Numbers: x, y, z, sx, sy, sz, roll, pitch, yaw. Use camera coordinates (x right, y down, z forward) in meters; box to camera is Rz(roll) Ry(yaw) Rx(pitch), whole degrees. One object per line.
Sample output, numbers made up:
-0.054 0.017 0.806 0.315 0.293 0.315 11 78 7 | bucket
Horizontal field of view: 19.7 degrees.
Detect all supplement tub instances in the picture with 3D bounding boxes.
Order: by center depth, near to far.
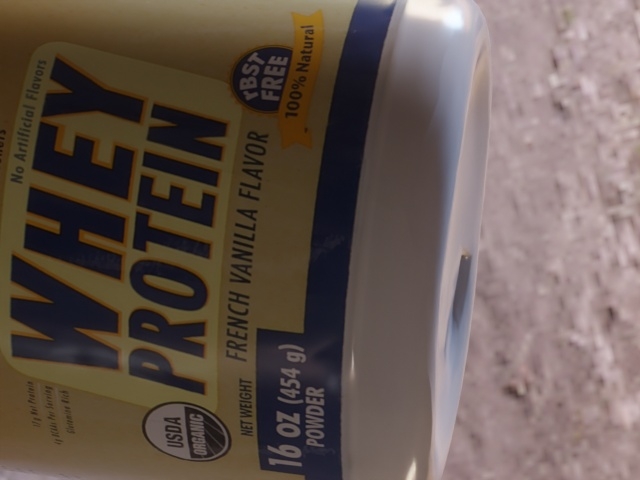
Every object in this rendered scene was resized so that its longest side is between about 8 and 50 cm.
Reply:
-0.094 -0.009 0.797 0.228 0.316 0.228 6 90 -81 | supplement tub
